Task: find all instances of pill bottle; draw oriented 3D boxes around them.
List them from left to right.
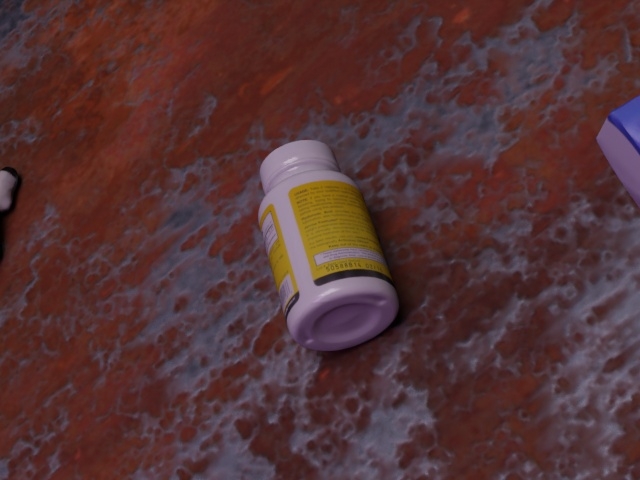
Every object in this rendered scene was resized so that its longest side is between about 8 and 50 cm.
[{"bbox_3d":[0.000,0.000,0.729,0.065,0.065,0.116,-27,56,14],"label":"pill bottle"}]

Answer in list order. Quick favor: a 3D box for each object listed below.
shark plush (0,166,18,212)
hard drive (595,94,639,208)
[{"bbox_3d":[-0.254,0.008,0.891,0.067,0.073,0.161,-22,76,40],"label":"shark plush"},{"bbox_3d":[0.297,-0.037,0.471,0.319,0.040,0.210,-30,75,-7],"label":"hard drive"}]
